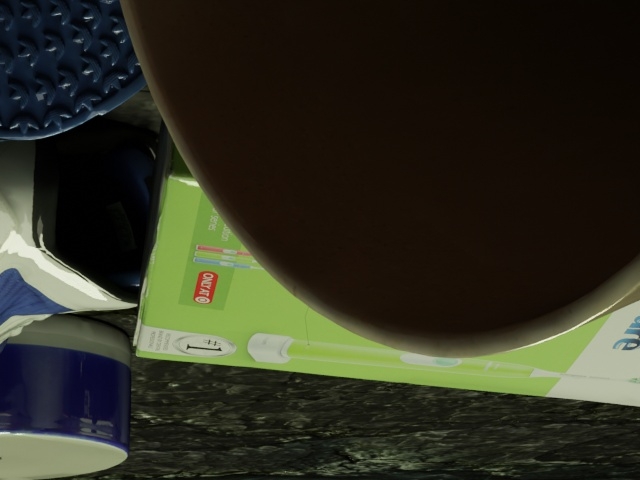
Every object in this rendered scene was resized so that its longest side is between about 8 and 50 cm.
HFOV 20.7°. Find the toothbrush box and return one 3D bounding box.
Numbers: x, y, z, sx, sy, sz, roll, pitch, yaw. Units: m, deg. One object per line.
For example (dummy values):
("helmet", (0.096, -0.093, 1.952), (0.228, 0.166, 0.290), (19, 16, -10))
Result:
("toothbrush box", (0.059, -0.018, 0.868), (0.283, 0.122, 0.206), (7, 153, -6))

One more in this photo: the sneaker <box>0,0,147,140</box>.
("sneaker", (-0.178, -0.080, 0.827), (0.232, 0.081, 0.090), (-16, -162, 7))

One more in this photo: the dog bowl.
("dog bowl", (-0.295, 0.138, 1.505), (0.265, 0.104, 0.265), (-2, 164, 0))

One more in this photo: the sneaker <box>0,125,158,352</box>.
("sneaker", (-0.177, 0.013, 1.039), (0.182, 0.127, 0.315), (1, 162, -3))

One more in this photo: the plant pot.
("plant pot", (0.119, -0.121, 0.468), (0.274, 0.256, 0.256), (-11, 172, -36))
